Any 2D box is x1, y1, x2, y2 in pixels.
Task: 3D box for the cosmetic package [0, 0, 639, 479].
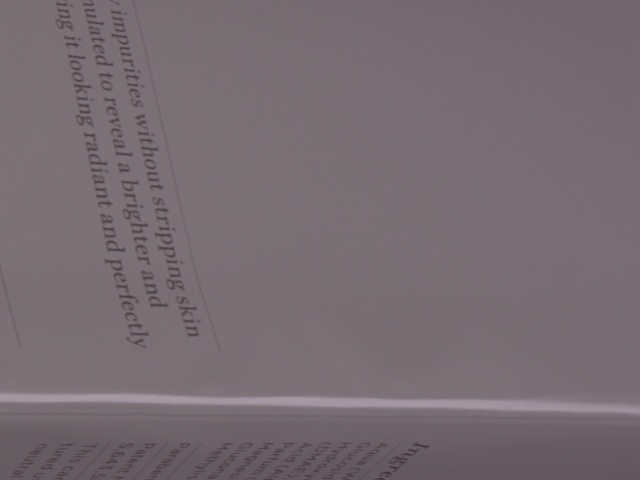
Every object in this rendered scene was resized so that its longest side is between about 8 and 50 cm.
[{"bbox_3d":[0.000,0.000,0.590,0.385,0.156,0.217,7,53,-36],"label":"cosmetic package"}]
